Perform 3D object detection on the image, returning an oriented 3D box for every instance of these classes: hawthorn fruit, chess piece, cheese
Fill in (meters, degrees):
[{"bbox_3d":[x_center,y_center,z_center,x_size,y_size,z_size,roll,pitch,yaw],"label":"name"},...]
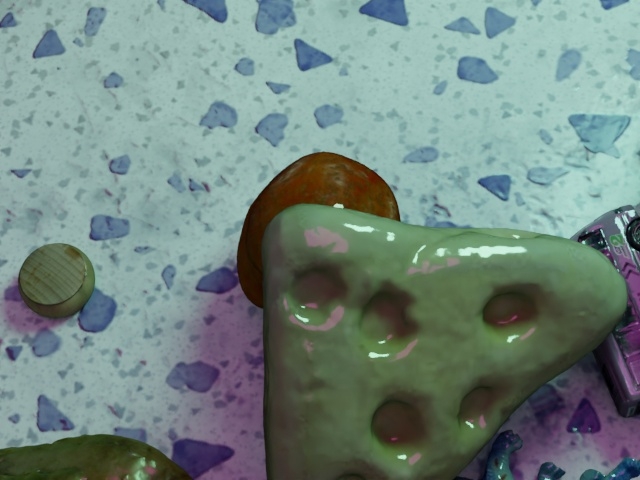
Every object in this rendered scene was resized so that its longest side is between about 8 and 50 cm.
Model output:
[{"bbox_3d":[0.000,0.000,1.317,0.189,0.189,0.189,-2,64,4],"label":"hawthorn fruit"},{"bbox_3d":[-0.287,0.043,1.394,0.083,0.038,0.084,-3,62,6],"label":"chess piece"},{"bbox_3d":[0.102,0.143,1.201,0.351,0.129,0.328,7,97,-14],"label":"cheese"}]

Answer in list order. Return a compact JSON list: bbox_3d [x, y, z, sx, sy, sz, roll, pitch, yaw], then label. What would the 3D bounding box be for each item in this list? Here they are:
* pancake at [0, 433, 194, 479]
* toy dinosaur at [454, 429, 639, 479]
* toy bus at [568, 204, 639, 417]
[{"bbox_3d":[-0.276,0.286,1.157,0.387,0.082,0.387,-1,24,1],"label":"pancake"},{"bbox_3d":[0.217,0.255,1.216,0.329,0.076,0.144,23,68,29],"label":"toy dinosaur"},{"bbox_3d":[0.312,0.072,1.292,0.108,0.096,0.199,-20,67,2],"label":"toy bus"}]
